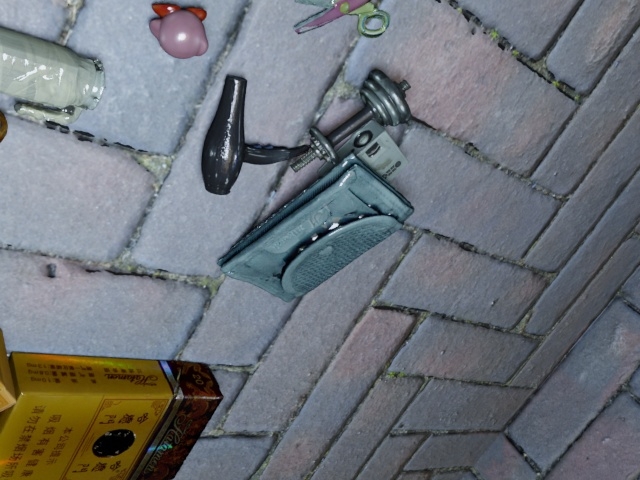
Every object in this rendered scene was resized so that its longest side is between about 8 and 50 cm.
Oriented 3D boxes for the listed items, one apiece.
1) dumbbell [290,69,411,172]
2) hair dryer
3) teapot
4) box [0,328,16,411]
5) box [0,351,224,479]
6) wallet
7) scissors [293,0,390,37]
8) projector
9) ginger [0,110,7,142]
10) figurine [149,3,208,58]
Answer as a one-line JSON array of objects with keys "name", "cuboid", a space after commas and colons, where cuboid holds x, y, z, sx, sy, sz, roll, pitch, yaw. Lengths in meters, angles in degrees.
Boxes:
[{"name": "dumbbell", "cuboid": [0.052, -0.202, 1.104, 0.255, 0.110, 0.110, -37, 137, 1]}, {"name": "hair dryer", "cuboid": [-0.099, -0.175, 1.067, 0.219, 0.075, 0.195, -6, 119, -44]}, {"name": "teapot", "cuboid": [-0.391, -0.212, 0.806, 0.201, 0.077, 0.107, 9, 123, -39]}, {"name": "box", "cuboid": [-0.546, 0.118, 0.899, 0.076, 0.174, 0.274, -24, 135, -16]}, {"name": "box", "cuboid": [-0.428, 0.359, 1.227, 0.416, 0.115, 0.264, 16, 113, -41]}, {"name": "wallet", "cuboid": [0.000, 0.000, 1.206, 0.342, 0.075, 0.237, -37, 142, 17]}, {"name": "scissors", "cuboid": [0.040, -0.380, 1.007, 0.187, 0.020, 0.133, -19, 138, -23]}, {"name": "projector", "cuboid": [0.081, -0.144, 1.203, 0.147, 0.061, 0.115, -43, 139, 4]}, {"name": "ginger", "cuboid": [-0.474, -0.119, 0.812, 0.073, 0.103, 0.162, 34, 97, -23]}, {"name": "figurine", "cuboid": [-0.199, -0.294, 0.879, 0.084, 0.067, 0.071, 2, 104, -17]}]
